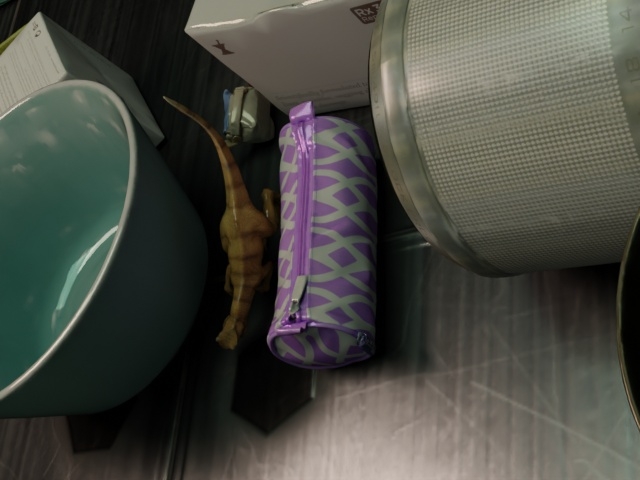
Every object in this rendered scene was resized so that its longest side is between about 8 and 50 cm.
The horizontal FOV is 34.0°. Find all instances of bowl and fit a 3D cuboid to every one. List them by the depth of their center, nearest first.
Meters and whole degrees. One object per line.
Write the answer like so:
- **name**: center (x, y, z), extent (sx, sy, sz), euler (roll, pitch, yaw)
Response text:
- **bowl**: center (-0.220, 0.030, 0.934), extent (0.312, 0.163, 0.311), euler (-21, 54, 31)

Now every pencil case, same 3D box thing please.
- **pencil case**: center (0.000, 0.000, 0.817), extent (0.086, 0.088, 0.206), euler (-21, 52, 32)

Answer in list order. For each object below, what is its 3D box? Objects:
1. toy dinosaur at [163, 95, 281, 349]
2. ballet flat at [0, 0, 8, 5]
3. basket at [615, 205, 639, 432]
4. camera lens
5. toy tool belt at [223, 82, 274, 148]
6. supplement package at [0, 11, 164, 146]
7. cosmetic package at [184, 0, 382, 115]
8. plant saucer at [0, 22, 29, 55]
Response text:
- **toy dinosaur**: center (-0.063, -0.018, 0.856), extent (0.064, 0.112, 0.211), euler (-5, 98, 19)
- **ballet flat**: center (-0.481, -0.357, 1.454), extent (0.247, 0.083, 0.087), euler (-27, 36, 24)
- **basket**: center (0.249, 0.073, 0.458), extent (0.154, 0.227, 0.204), euler (-21, 52, 31)
- **camera lens**: center (0.183, -0.097, 0.621), extent (0.274, 0.219, 0.219), euler (-9, 60, 37)
- **toy tool belt**: center (-0.075, -0.123, 0.981), extent (0.051, 0.052, 0.083), euler (-18, 54, 22)
- **supplement package**: center (-0.307, -0.086, 1.096), extent (0.244, 0.139, 0.134), euler (-45, 44, 12)
- **cosmetic package**: center (0.052, -0.316, 0.915), extent (0.217, 0.156, 0.385), euler (-1, 66, 41)
- **plant saucer**: center (-0.400, -0.148, 1.280), extent (0.188, 0.045, 0.188), euler (-28, 50, 25)
